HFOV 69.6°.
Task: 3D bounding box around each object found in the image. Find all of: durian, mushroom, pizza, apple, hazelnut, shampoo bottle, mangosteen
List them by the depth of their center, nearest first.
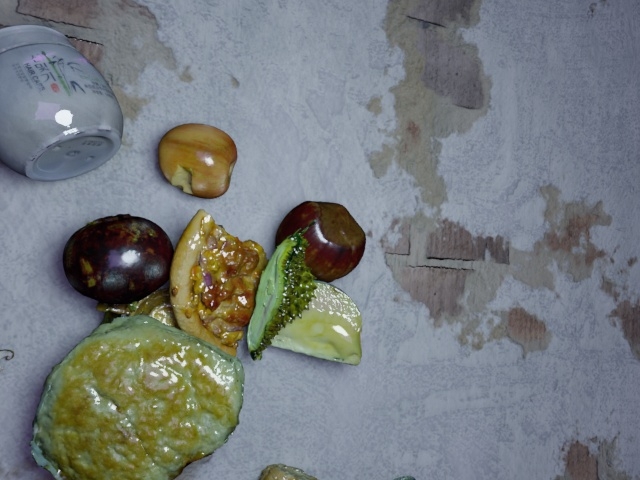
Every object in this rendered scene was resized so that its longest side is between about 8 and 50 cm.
[{"bbox_3d":[-0.589,-0.288,0.993,0.273,0.273,0.266,-31,89,-18],"label":"shampoo bottle"},{"bbox_3d":[-0.737,0.278,1.031,0.101,0.019,0.049,-33,95,-15],"label":"mushroom"},{"bbox_3d":[-0.451,0.082,1.049,0.231,0.231,0.289,-2,108,-18],"label":"mangosteen"},{"bbox_3d":[-0.084,0.115,1.104,0.106,0.132,0.375,7,107,-55],"label":"durian"},{"bbox_3d":[-0.234,0.114,1.113,0.277,0.114,0.409,-17,117,-44],"label":"pizza"},{"bbox_3d":[-0.304,-0.199,1.137,0.199,0.199,0.199,2,85,-18],"label":"apple"},{"bbox_3d":[-0.009,0.198,1.202,0.264,0.120,0.193,11,93,6],"label":"apple"},{"bbox_3d":[0.000,0.000,1.210,0.234,0.218,0.218,35,76,-16],"label":"hazelnut"}]

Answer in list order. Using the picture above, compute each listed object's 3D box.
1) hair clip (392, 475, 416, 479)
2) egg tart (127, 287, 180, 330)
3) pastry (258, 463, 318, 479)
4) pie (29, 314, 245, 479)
[{"bbox_3d":[0.172,0.714,1.280,0.229,0.036,0.066,-9,93,-25],"label":"hair clip"},{"bbox_3d":[-0.376,0.207,1.128,0.191,0.074,0.191,3,82,-19],"label":"egg tart"},{"bbox_3d":[-0.083,0.678,1.168,0.228,0.100,0.219,-13,85,-14],"label":"pastry"},{"bbox_3d":[-0.393,0.365,1.019,0.395,0.180,0.418,37,90,-9],"label":"pie"}]
